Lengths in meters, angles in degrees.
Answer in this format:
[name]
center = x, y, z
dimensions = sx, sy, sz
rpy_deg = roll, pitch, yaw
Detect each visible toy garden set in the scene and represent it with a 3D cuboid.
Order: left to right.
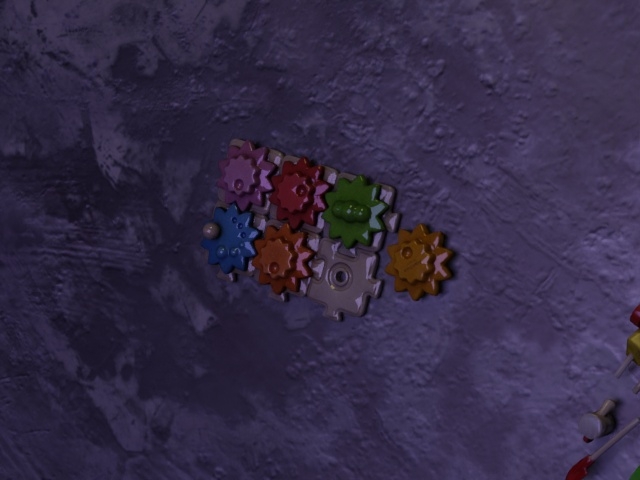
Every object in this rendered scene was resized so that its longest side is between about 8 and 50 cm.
[toy garden set]
center = 0.354, 0.201, 1.438
dimensions = 0.204, 0.049, 0.244
rpy_deg = 42, 114, 28

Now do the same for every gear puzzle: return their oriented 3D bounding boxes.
[gear puzzle]
center = 0.000, 0.000, 1.657
dimensions = 0.339, 0.044, 0.175
rpy_deg = 19, 99, 30
